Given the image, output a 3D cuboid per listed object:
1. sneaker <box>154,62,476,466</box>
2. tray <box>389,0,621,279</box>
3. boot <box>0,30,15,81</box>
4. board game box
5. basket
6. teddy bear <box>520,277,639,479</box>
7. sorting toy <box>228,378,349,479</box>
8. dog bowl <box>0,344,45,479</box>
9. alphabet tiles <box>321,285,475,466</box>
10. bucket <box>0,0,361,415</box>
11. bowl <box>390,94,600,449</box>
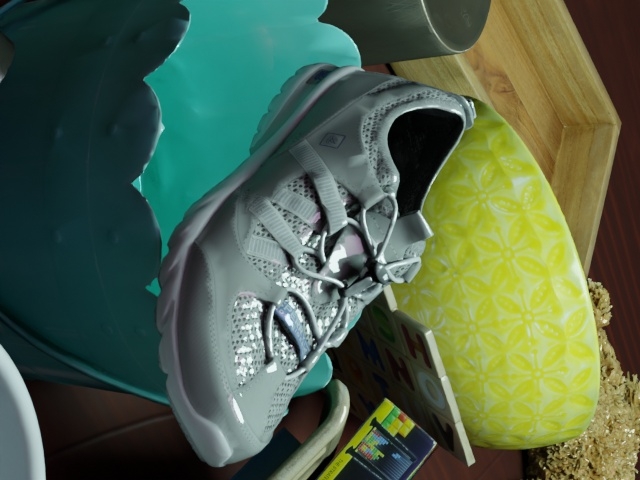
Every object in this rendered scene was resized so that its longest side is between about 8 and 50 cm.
[{"bbox_3d":[0.000,0.000,1.054,0.105,0.115,0.281,62,39,-41],"label":"sneaker"},{"bbox_3d":[0.171,-0.151,1.805,0.411,0.076,0.203,55,43,-47],"label":"tray"},{"bbox_3d":[-0.265,-0.070,1.022,0.137,0.077,0.198,43,57,-31],"label":"boot"},{"bbox_3d":[0.008,0.185,1.285,0.170,0.048,0.141,-49,172,-2],"label":"board game box"},{"bbox_3d":[-0.012,-0.183,1.305,0.204,0.226,0.154,15,76,-60],"label":"basket"},{"bbox_3d":[0.265,0.207,1.931,0.245,0.113,0.338,0,89,-59],"label":"teddy bear"},{"bbox_3d":[-0.067,0.199,1.268,0.229,0.041,0.307,-48,173,-11],"label":"sorting toy"},{"bbox_3d":[-0.257,0.142,0.915,0.265,0.104,0.265,-23,119,-50],"label":"dog bowl"},{"bbox_3d":[0.026,0.070,1.396,0.009,0.237,0.198,-31,123,-19],"label":"alphabet tiles"},{"bbox_3d":[-0.103,-0.032,1.180,0.281,0.183,0.281,6,84,-62],"label":"bucket"},{"bbox_3d":[0.080,0.044,1.509,0.156,0.289,0.290,-18,111,-16],"label":"bowl"}]
